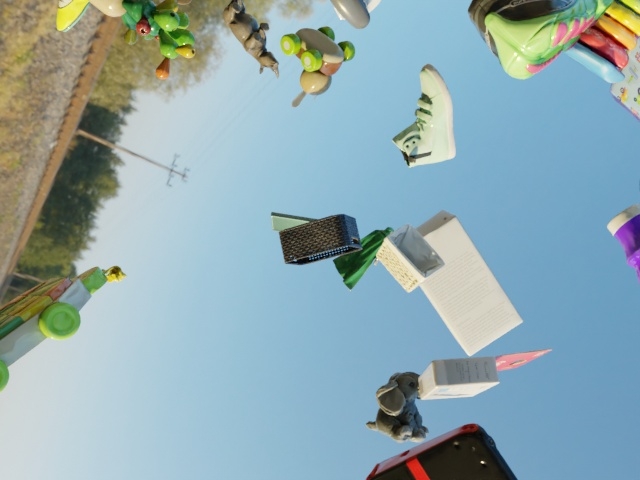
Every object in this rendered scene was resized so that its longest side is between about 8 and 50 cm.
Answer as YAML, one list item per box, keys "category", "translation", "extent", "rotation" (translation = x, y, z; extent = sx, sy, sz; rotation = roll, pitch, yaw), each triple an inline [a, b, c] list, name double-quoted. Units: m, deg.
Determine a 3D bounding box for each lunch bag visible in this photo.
- category: "lunch bag"
  translation: [0.895, -0.416, 1.518]
  extent: [0.138, 0.221, 0.293]
  rotation: [-32, -121, -14]

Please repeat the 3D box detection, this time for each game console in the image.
- category: "game console"
  translation: [0.272, 0.547, 1.031]
  extent: [0.342, 0.060, 0.386]
  rotation: [-43, -106, 38]

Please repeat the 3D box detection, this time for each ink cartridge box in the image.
- category: "ink cartridge box"
  translation: [0.377, 0.321, 1.358]
  extent: [0.296, 0.261, 0.066]
  rotation: [80, 5, -70]

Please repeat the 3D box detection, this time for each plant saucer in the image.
- category: "plant saucer"
  translation: [-0.075, -0.045, 1.818]
  extent: [0.018, 0.192, 0.067]
  rotation: [-41, 135, -52]

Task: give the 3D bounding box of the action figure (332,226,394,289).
- category: "action figure"
  translation: [0.152, 0.040, 1.867]
  extent: [0.232, 0.064, 0.137]
  rotation: [-46, -125, 20]

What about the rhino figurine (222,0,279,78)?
- category: "rhino figurine"
  translation: [-0.179, -0.544, 1.553]
  extent: [0.073, 0.243, 0.106]
  rotation: [-38, -169, -24]

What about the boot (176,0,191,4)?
- category: "boot"
  translation: [-0.462, -0.714, 1.553]
  extent: [0.165, 0.213, 0.077]
  rotation: [34, -71, 35]

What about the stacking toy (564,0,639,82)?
- category: "stacking toy"
  translation: [0.686, -0.523, 1.283]
  extent: [0.165, 0.175, 0.301]
  rotation: [48, -60, 26]

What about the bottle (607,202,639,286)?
- category: "bottle"
  translation: [0.575, 0.066, 0.912]
  extent: [0.118, 0.092, 0.282]
  rotation: [-29, -118, -1]

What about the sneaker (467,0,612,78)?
- category: "sneaker"
  translation: [0.433, -0.467, 1.120]
  extent: [0.483, 0.202, 0.185]
  rotation: [-36, 170, -49]

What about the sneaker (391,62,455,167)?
- category: "sneaker"
  translation: [0.251, -0.306, 1.460]
  extent: [0.151, 0.255, 0.094]
  rotation: [-19, -155, -6]

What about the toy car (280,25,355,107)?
- category: "toy car"
  translation: [-0.022, -0.438, 1.498]
  extent: [0.155, 0.149, 0.188]
  rotation: [-29, 151, -39]

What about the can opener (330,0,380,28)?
- category: "can opener"
  translation: [0.003, -0.418, 0.758]
  extent: [0.076, 0.283, 0.095]
  rotation: [-25, -145, 14]

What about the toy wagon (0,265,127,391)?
- category: "toy wagon"
  translation: [-0.474, 0.134, 0.927]
  extent: [0.267, 0.068, 0.344]
  rotation: [-7, -150, 50]

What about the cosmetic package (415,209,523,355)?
- category: "cosmetic package"
  translation: [0.474, 0.145, 2.010]
  extent: [0.230, 0.453, 0.161]
  rotation: [-34, -169, 4]

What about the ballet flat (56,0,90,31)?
- category: "ballet flat"
  translation: [-0.549, -0.587, 1.326]
  extent: [0.231, 0.077, 0.077]
  rotation: [-40, -128, 9]

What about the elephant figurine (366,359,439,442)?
- category: "elephant figurine"
  translation: [0.246, 0.460, 1.708]
  extent: [0.169, 0.186, 0.239]
  rotation: [-170, -102, -77]

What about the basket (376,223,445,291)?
- category: "basket"
  translation: [0.258, 0.055, 1.686]
  extent: [0.113, 0.167, 0.103]
  rotation: [-28, 160, -37]

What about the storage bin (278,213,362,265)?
- category: "storage bin"
  translation: [0.000, 0.000, 1.442]
  extent: [0.180, 0.122, 0.084]
  rotation: [-17, -101, 20]

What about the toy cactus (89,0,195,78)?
- category: "toy cactus"
  translation: [-0.282, -0.336, 0.878]
  extent: [0.112, 0.181, 0.219]
  rotation: [-59, -152, 12]
